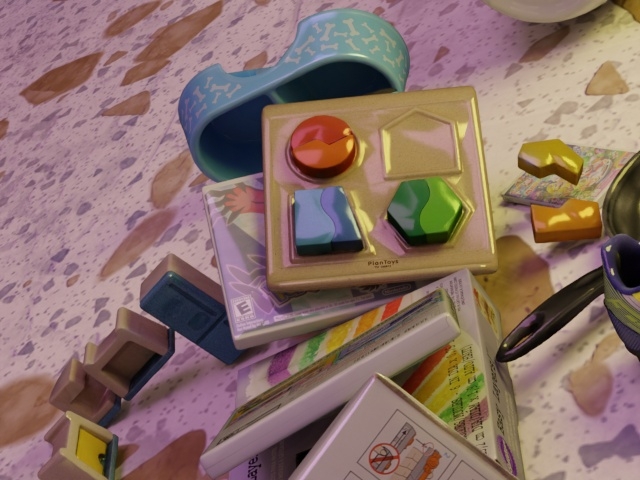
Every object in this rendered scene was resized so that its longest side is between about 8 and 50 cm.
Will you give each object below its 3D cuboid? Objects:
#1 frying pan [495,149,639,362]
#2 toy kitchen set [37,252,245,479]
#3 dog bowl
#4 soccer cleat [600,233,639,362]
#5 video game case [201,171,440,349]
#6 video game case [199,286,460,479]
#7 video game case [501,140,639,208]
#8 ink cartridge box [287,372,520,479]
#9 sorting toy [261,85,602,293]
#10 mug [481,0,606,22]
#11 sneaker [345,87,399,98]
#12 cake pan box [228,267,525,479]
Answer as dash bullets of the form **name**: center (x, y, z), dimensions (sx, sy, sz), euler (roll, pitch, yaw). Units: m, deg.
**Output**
- **frying pan**: center (0.303, 0.000, 1.125), dimensions (0.197, 0.053, 0.326), euler (1, 46, 47)
- **toy kitchen set**: center (-0.167, 0.153, 1.347), dimensions (0.207, 0.122, 0.166), euler (-46, 24, 21)
- **dog bowl**: center (-0.032, -0.158, 1.613), dimensions (0.297, 0.166, 0.074), euler (-23, 42, 19)
- **soccer cleat**: center (0.307, 0.027, 0.948), dimensions (0.093, 0.121, 0.289), euler (-28, 8, -32)
- **video game case**: center (0.000, 0.000, 1.277), dimensions (0.201, 0.023, 0.183), euler (-14, 55, -1)
- **video game case**: center (0.013, 0.107, 1.065), dimensions (0.212, 0.023, 0.193), euler (-31, 1, 5)
- **video game case**: center (0.245, -0.062, 1.323), dimensions (0.087, 0.011, 0.122), euler (-45, 30, -20)
- **ink cartridge box**: center (-0.020, 0.258, 0.880), dimensions (0.309, 0.130, 0.272), euler (-52, -5, -12)
- **sorting toy**: center (0.098, -0.061, 1.267), dimensions (0.307, 0.041, 0.229), euler (-5, 55, 4)
- **mug**: center (0.248, -0.450, 1.543), dimensions (0.276, 0.374, 0.328), euler (-16, 40, 39)
- **sneaker**: center (0.038, -0.066, 1.426), dimensions (0.140, 0.125, 0.340), euler (-20, 35, 9)
- **cake pan box**: center (0.040, 0.164, 1.129), dimensions (0.246, 0.070, 0.267), euler (-26, 30, 18)
